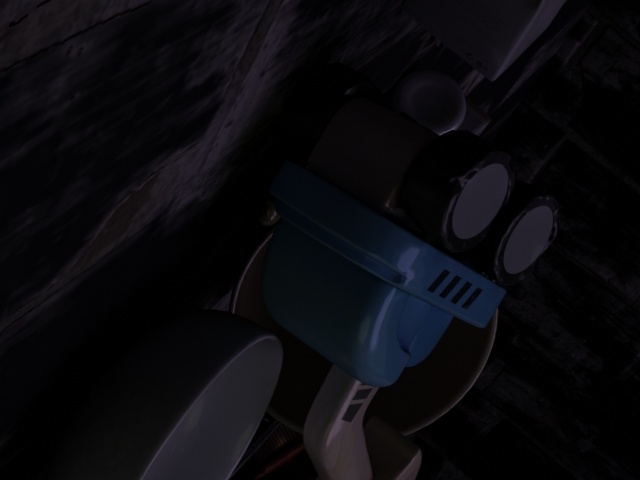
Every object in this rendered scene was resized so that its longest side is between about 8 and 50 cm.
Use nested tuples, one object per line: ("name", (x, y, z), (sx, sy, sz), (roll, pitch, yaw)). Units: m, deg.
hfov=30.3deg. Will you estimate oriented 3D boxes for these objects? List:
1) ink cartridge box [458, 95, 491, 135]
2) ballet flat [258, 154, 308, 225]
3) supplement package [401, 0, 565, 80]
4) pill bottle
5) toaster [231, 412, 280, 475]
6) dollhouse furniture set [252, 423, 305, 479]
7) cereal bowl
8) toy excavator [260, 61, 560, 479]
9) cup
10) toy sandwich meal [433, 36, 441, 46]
("ink cartridge box", (0.178, -0.137, 2.035), (0.193, 0.088, 0.235), (-54, 171, 31))
("ballet flat", (-0.009, -0.081, 1.374), (0.173, 0.049, 0.057), (-49, 171, -12))
("supplement package", (0.210, -0.313, 1.230), (0.139, 0.134, 0.244), (-45, 170, -36))
("pill bottle", (0.136, -0.155, 1.654), (0.103, 0.103, 0.184), (-48, 172, -18))
("toaster", (-0.167, 0.256, 1.608), (0.186, 0.168, 0.110), (-44, 170, -45))
("dollhouse furniture set", (0.011, 0.165, 1.772), (0.374, 0.201, 0.152), (-36, 173, 3))
("cereal bowl", (-0.190, 0.214, 1.297), (0.339, 0.141, 0.339), (-52, 163, -23))
("toy excavator", (0.051, 0.095, 1.275), (0.445, 0.222, 0.433), (-57, 147, 3))
("cup", (0.038, 0.061, 1.532), (0.331, 0.331, 0.237), (-52, -162, 10))
("toy sandwich meal", (0.184, -0.289, 1.570), (0.085, 0.029, 0.085), (-49, 172, -9))
